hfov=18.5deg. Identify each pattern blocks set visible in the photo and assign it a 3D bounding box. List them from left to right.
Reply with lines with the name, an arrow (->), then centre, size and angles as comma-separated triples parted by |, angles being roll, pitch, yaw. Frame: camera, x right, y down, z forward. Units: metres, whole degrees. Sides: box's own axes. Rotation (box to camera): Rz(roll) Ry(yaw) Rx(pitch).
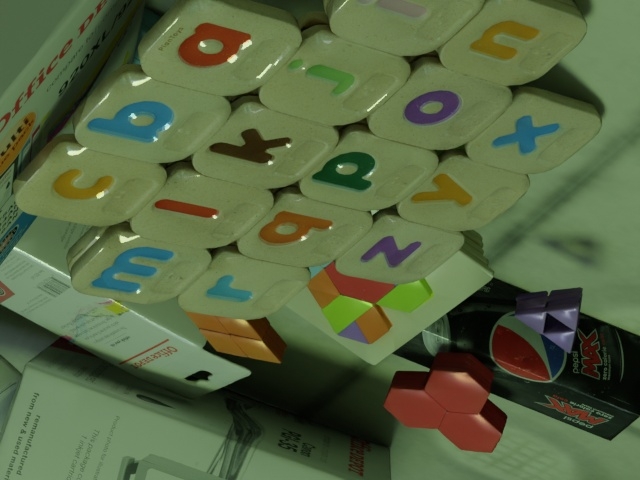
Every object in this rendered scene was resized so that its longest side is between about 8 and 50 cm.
pattern blocks set -> 0.000, 0.000, 1.169 | 0.325, 0.026, 0.285 | 25, 140, -1

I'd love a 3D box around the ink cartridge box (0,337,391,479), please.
ink cartridge box -> -0.092, 0.178, 1.484 | 0.283, 0.117, 0.207 | 20, -176, 0

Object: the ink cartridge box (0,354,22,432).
ink cartridge box -> -0.336, 0.089, 1.518 | 0.218, 0.092, 0.158 | 42, 157, 12

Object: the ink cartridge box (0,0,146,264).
ink cartridge box -> -0.198, -0.107, 0.982 | 0.168, 0.171, 0.232 | 33, 156, 3

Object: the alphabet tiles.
alphabet tiles -> -0.002, -0.046, 0.996 | 0.278, 0.021, 0.284 | 11, 141, -39

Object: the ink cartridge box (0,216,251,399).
ink cartridge box -> -0.142, 0.034, 1.377 | 0.198, 0.067, 0.115 | 31, 154, -18

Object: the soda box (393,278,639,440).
soda box -> 0.127, 0.068, 1.261 | 0.169, 0.053, 0.060 | 21, 155, -3
